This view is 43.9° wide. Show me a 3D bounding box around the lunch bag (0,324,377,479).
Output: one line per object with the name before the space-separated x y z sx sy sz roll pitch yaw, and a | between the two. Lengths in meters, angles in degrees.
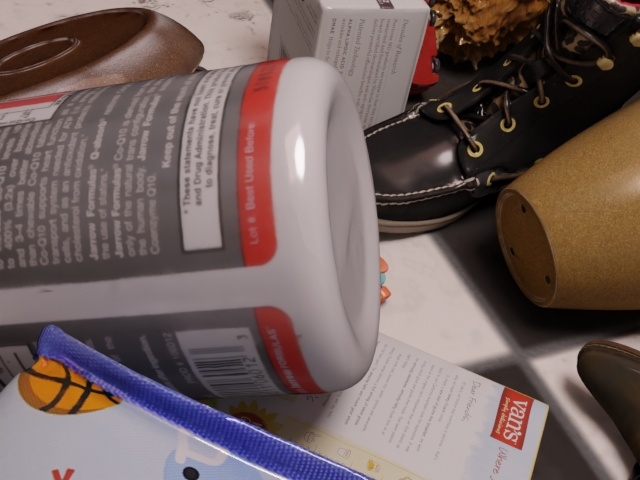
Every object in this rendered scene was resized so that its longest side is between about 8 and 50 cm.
lunch bag | -0.030 0.268 0.317 0.386 0.239 0.327 26 55 5

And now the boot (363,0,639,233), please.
boot | 0.199 -0.151 0.780 0.378 0.284 0.138 -14 66 -27

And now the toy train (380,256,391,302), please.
toy train | 0.000 0.000 0.716 0.166 0.046 0.125 19 43 -26

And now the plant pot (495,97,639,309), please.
plant pot | 0.309 -0.027 0.757 0.255 0.237 0.237 -18 48 -9

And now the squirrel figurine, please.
squirrel figurine | 0.268 -0.413 1.112 0.371 0.281 0.397 20 40 17

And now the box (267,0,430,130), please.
box | 0.022 -0.228 0.908 0.119 0.181 0.181 -5 45 -17

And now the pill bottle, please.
pill bottle | -0.153 0.004 0.533 0.363 0.210 0.210 -5 41 12

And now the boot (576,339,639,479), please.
boot | 0.265 0.172 0.612 0.106 0.082 0.219 -22 54 -35

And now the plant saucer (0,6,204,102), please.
plant saucer | -0.267 -0.160 0.769 0.311 0.050 0.310 -12 31 7

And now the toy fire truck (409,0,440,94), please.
toy fire truck | 0.104 -0.276 1.042 0.047 0.135 0.191 -2 83 -16

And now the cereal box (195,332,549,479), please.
cereal box | 0.029 0.142 0.571 0.240 0.047 0.173 23 43 12

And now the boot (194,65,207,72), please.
boot | -0.127 -0.043 0.741 0.280 0.096 0.264 39 45 23
